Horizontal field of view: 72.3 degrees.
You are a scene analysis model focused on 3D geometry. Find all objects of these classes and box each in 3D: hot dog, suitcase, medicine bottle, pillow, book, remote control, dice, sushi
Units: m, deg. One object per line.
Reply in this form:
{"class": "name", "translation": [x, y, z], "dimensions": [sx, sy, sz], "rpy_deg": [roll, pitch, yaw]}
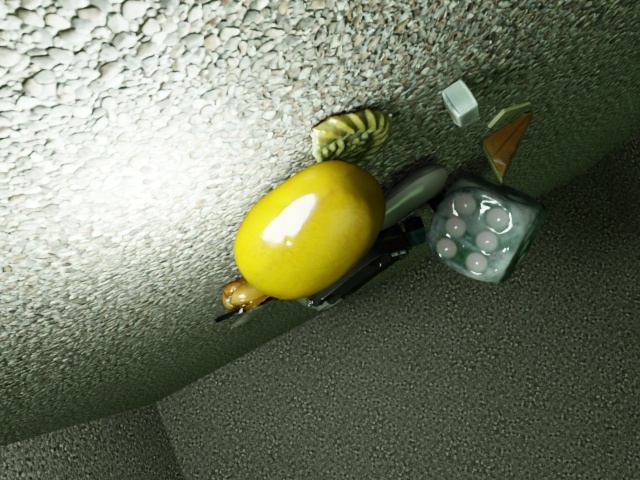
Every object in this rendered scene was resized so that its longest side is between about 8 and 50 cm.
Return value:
{"class": "hot dog", "translation": [-0.240, 0.176, 1.522], "dimensions": [0.194, 0.107, 0.326], "rpy_deg": [-23, 177, 17]}
{"class": "suitcase", "translation": [0.128, 0.079, 1.666], "dimensions": [0.283, 0.194, 0.434], "rpy_deg": [-12, 159, -46]}
{"class": "medicine bottle", "translation": [0.394, -0.024, 2.011], "dimensions": [0.079, 0.124, 0.258], "rpy_deg": [-27, 178, -20]}
{"class": "pillow", "translation": [-0.337, 0.354, 2.060], "dimensions": [0.131, 0.038, 0.233], "rpy_deg": [-9, 155, -45]}
{"class": "book", "translation": [0.554, -0.369, 1.286], "dimensions": [0.111, 0.014, 0.077], "rpy_deg": [-22, 164, -23]}
{"class": "remote control", "translation": [0.254, -0.127, 1.380], "dimensions": [0.332, 0.103, 0.221], "rpy_deg": [-35, 170, 26]}
{"class": "dice", "translation": [0.635, -0.049, 1.697], "dimensions": [0.348, 0.331, 0.327], "rpy_deg": [-11, 127, -51]}
{"class": "sushi", "translation": [0.497, -0.165, 1.789], "dimensions": [0.085, 0.056, 0.083], "rpy_deg": [-40, 165, 35]}
{"class": "medicine bottle", "translation": [0.314, -0.297, 0.976], "dimensions": [0.055, 0.074, 0.118], "rpy_deg": [-34, 166, 17]}

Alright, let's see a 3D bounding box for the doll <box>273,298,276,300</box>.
{"class": "doll", "translation": [-0.169, 0.215, 1.864], "dimensions": [0.104, 0.062, 0.195], "rpy_deg": [-16, 180, 27]}

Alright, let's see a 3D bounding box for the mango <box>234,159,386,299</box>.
{"class": "mango", "translation": [-0.024, -0.021, 0.972], "dimensions": [0.300, 0.232, 0.445], "rpy_deg": [-1, 153, -26]}

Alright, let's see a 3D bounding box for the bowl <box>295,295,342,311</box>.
{"class": "bowl", "translation": [0.021, 0.242, 2.106], "dimensions": [0.337, 0.157, 0.337], "rpy_deg": [-26, 166, -7]}

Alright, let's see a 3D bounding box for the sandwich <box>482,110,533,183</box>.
{"class": "sandwich", "translation": [0.633, -0.299, 1.418], "dimensions": [0.187, 0.144, 0.117], "rpy_deg": [-32, 167, 15]}

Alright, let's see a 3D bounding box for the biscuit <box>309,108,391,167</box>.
{"class": "biscuit", "translation": [0.069, -0.200, 0.933], "dimensions": [0.187, 0.036, 0.273], "rpy_deg": [-28, 165, -1]}

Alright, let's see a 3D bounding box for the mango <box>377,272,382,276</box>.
{"class": "mango", "translation": [0.206, 0.090, 1.951], "dimensions": [0.177, 0.119, 0.316], "rpy_deg": [14, 154, 9]}
